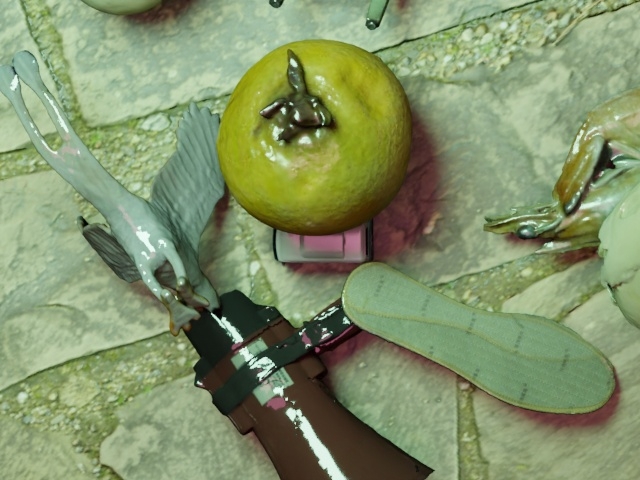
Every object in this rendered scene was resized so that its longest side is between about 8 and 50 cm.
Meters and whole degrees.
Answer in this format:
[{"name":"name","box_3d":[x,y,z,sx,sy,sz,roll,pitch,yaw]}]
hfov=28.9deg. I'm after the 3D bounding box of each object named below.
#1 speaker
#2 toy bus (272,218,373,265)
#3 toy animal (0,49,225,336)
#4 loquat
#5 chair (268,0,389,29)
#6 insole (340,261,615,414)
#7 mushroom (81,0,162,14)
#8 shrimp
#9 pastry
[{"name":"speaker","box_3d":[0.003,0.183,1.468,0.259,0.198,0.330,-35,81,23]},{"name":"toy bus","box_3d":[0.000,0.000,1.498,0.122,0.075,0.060,0,96,8]},{"name":"toy animal","box_3d":[-0.209,-0.044,1.390,0.225,0.284,0.302,-37,58,8]},{"name":"loquat","box_3d":[-0.007,-0.117,1.406,0.243,0.244,0.244,1,95,9]},{"name":"chair","box_3d":[0.040,-0.393,1.441,0.136,0.147,0.270,13,54,5]},{"name":"insole","box_3d":[0.189,0.118,1.470,0.348,0.009,0.119,23,69,-3]},{"name":"mushroom","box_3d":[-0.206,-0.386,1.438,0.246,0.202,0.246,-2,88,51]},{"name":"shrimp","box_3d":[0.336,-0.081,1.445,0.317,0.077,0.168,-16,84,5]},{"name":"pastry","box_3d":[0.431,0.012,1.360,0.264,0.133,0.265,-9,133,-10]}]
